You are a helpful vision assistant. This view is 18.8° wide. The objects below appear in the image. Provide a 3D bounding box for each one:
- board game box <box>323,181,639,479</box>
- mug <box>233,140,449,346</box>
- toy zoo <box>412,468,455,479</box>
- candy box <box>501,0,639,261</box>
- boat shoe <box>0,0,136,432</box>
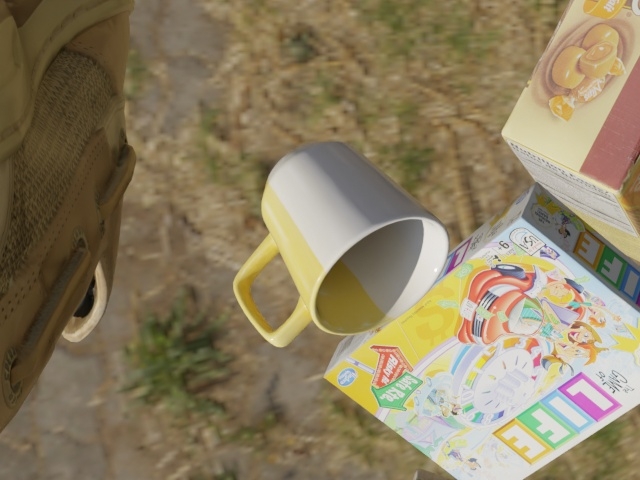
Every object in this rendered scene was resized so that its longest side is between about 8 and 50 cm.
[{"bbox_3d":[0.086,0.050,0.874,0.103,0.026,0.154,38,135,-10],"label":"board game box"},{"bbox_3d":[0.002,-0.003,0.761,0.064,0.078,0.062,53,161,35],"label":"mug"},{"bbox_3d":[0.025,0.258,0.947,0.030,0.293,0.192,19,110,-2],"label":"toy zoo"},{"bbox_3d":[0.220,-0.098,1.278,0.087,0.316,0.183,27,88,18],"label":"candy box"},{"bbox_3d":[-0.114,-0.017,0.556,0.121,0.341,0.110,-10,102,4],"label":"boat shoe"}]
